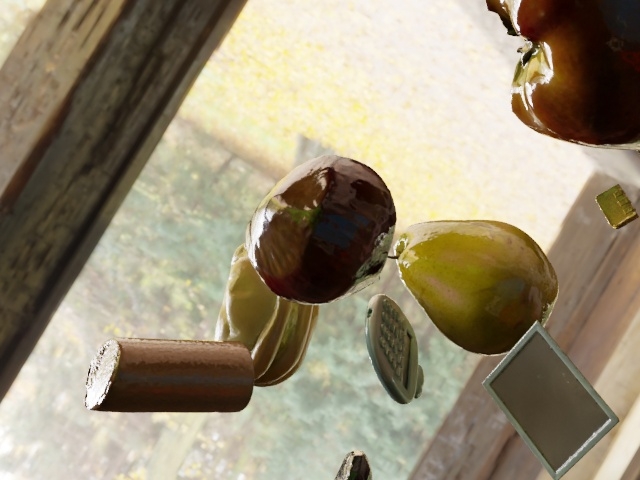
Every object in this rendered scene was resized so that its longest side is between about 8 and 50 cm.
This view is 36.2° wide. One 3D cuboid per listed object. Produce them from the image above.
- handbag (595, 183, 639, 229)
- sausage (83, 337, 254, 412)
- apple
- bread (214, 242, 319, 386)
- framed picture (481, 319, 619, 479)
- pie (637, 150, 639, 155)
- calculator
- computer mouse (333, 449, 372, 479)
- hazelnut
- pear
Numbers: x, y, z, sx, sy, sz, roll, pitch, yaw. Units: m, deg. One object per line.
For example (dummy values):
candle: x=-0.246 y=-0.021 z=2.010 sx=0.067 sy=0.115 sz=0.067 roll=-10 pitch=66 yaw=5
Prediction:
handbag: x=0.618 y=-0.071 z=2.042 sx=0.027 sy=0.061 sz=0.083 roll=24 pitch=-141 yaw=-58
sausage: x=-0.244 y=0.218 z=1.574 sx=0.253 sy=0.123 sz=0.123 roll=5 pitch=-168 yaw=-28
apple: x=0.354 y=-0.270 z=1.102 sx=0.328 sy=0.365 sz=0.295 roll=52 pitch=153 yaw=17
bread: x=-0.108 y=0.157 z=2.077 sx=0.211 sy=0.315 sz=0.270 roll=8 pitch=163 yaw=-1
framed picture: x=0.324 y=0.228 z=1.391 sx=0.011 sy=0.142 sz=0.183 roll=1 pitch=-137 yaw=-44
pie: x=0.757 y=-0.178 z=2.127 sx=0.282 sy=0.068 sz=0.128 roll=55 pitch=160 yaw=-16
calculator: x=0.150 y=0.226 z=1.974 sx=0.042 sy=0.184 sz=0.295 roll=-9 pitch=140 yaw=22
computer mouse: x=0.046 y=0.415 z=1.598 sx=0.057 sy=0.172 sz=0.099 roll=21 pitch=-151 yaw=-7
hazelnut: x=-0.005 y=-0.006 z=1.204 sx=0.202 sy=0.161 sz=0.170 roll=-29 pitch=85 yaw=59
pear: x=0.308 y=0.087 z=1.983 sx=0.336 sy=0.284 sz=0.285 roll=14 pitch=171 yaw=24
